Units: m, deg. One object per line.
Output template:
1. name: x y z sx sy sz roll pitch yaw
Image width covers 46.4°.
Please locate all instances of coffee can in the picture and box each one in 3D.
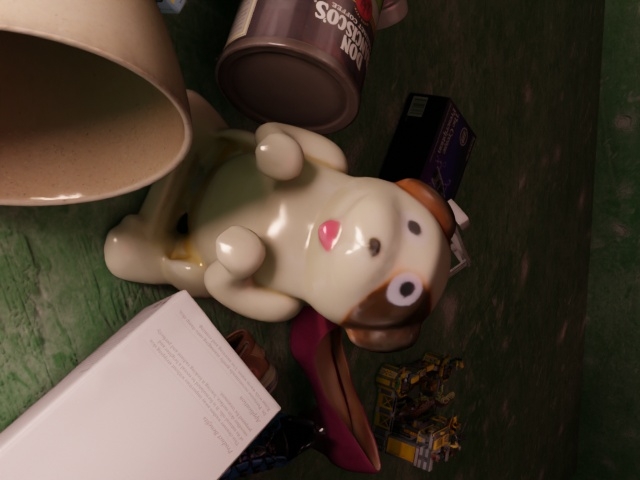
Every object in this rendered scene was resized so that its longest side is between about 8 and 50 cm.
1. coffee can: -0.016 -0.319 1.058 0.201 0.201 0.276 46 51 -51

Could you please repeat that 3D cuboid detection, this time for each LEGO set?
1. LEGO set: 0.270 0.401 1.771 0.331 0.192 0.255 12 91 -56

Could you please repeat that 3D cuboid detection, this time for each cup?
1. cup: -0.288 -0.202 0.699 0.331 0.330 0.237 25 55 -55

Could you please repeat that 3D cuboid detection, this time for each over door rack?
1. over door rack: 0.177 0.038 1.477 0.239 0.108 0.324 -37 159 0

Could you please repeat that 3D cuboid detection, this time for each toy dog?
1. toy dog: -0.025 0.010 1.022 0.395 0.407 0.285 48 63 -50

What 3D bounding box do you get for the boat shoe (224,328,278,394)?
1. boat shoe: -0.207 0.241 1.115 0.324 0.123 0.117 -34 111 -41

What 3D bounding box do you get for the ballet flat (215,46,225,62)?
1. ballet flat: -0.120 -0.282 1.121 0.114 0.041 0.041 -12 111 -53

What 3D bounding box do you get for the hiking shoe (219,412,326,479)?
1. hiking shoe: -0.122 0.330 1.216 0.304 0.132 0.113 -3 76 -60

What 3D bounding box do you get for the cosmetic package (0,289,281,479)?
1. cosmetic package: -0.260 0.265 0.913 0.385 0.156 0.217 -42 100 -32

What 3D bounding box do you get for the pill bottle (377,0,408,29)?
1. pill bottle: 0.077 -0.476 1.254 0.121 0.121 0.221 -51 138 -32

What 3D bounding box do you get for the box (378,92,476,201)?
1. box: 0.224 -0.154 1.597 0.184 0.103 0.261 37 71 -56

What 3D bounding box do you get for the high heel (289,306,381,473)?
1. high heel: 0.046 0.255 1.408 0.127 0.181 0.378 -29 125 -47

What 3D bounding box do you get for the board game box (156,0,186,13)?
1. board game box: -0.246 -0.393 0.800 0.275 0.144 0.142 48 62 -51
